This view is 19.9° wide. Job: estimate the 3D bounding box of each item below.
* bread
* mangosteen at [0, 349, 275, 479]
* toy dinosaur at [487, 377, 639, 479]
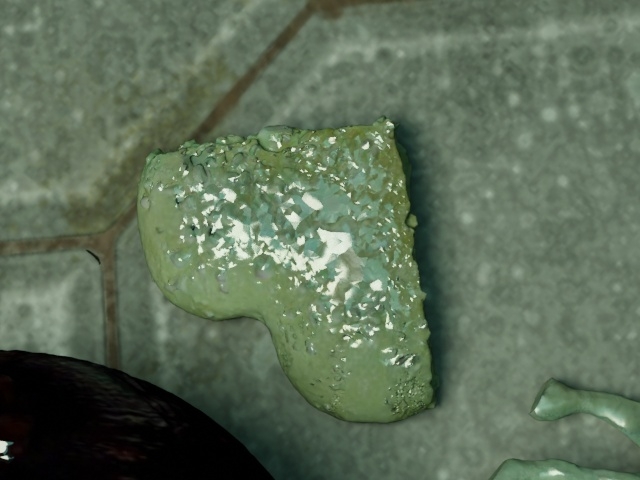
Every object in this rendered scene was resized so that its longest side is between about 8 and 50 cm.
[{"bbox_3d":[0.000,0.000,1.095,0.232,0.064,0.172,39,88,8],"label":"bread"},{"bbox_3d":[-0.165,0.269,0.944,0.382,0.382,0.435,-5,119,4],"label":"mangosteen"},{"bbox_3d":[0.204,0.118,1.044,0.205,0.092,0.393,16,81,7],"label":"toy dinosaur"}]
